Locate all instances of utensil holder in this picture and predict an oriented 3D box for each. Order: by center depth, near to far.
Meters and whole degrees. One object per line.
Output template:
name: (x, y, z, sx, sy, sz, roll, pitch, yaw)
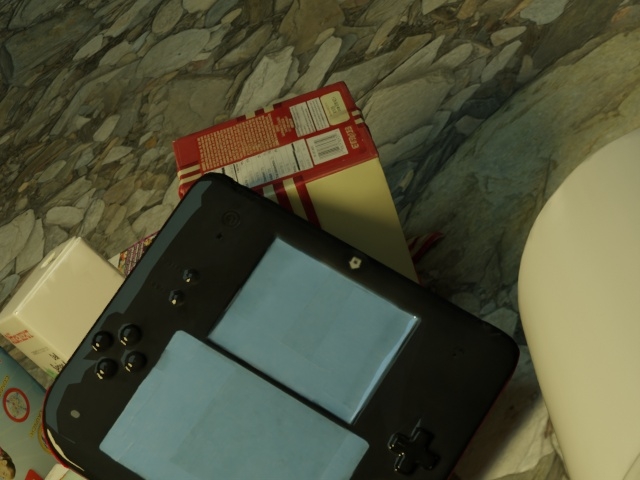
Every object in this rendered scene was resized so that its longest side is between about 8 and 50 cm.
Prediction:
utensil holder: (0.330, 0.116, 1.226, 0.327, 0.327, 0.385, -33, 28, 14)

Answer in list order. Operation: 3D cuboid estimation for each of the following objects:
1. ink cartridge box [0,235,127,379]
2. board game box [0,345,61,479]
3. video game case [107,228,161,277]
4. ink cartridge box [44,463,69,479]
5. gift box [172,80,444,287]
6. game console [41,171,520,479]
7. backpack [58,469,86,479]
ink cartridge box: (-0.222, 0.135, 1.857, 0.117, 0.278, 0.201, -51, 10, -17)
board game box: (-0.404, 0.283, 1.895, 0.086, 0.302, 0.308, -21, 33, 32)
video game case: (-0.244, 0.112, 2.112, 0.210, 0.042, 0.232, -29, 46, 45)
ink cartridge box: (-0.250, 0.309, 1.885, 0.135, 0.099, 0.056, -4, 44, 47)
gift box: (0.000, 0.000, 1.869, 0.276, 0.258, 0.255, -16, 30, 4)
game console: (-0.046, 0.150, 1.630, 0.386, 0.060, 0.342, 30, 78, 14)
backpack: (-0.185, 0.290, 1.728, 0.144, 0.188, 0.166, -52, 30, -10)
